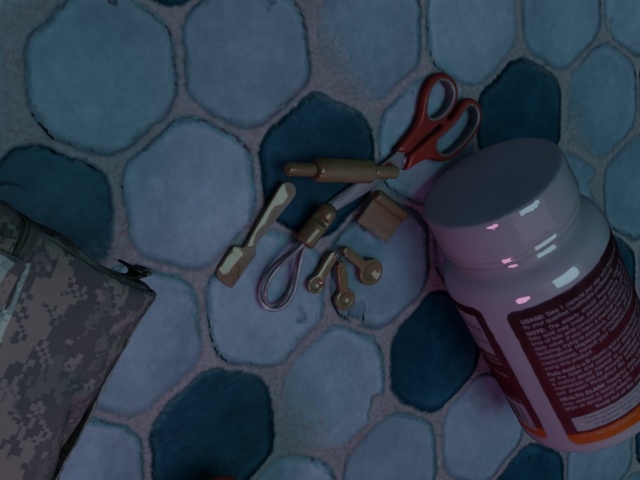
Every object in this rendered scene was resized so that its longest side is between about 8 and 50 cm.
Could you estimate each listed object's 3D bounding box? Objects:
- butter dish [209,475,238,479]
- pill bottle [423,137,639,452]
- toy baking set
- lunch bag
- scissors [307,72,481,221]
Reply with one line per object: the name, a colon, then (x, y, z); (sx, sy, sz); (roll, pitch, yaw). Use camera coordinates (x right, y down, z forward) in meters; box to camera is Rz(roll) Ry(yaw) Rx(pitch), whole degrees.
butter dish: (-0.113, 0.329, 1.046); (0.160, 0.160, 0.118); (13, 68, -36)
pill bottle: (0.300, 0.074, 1.221); (0.224, 0.224, 0.392); (-42, 120, -21)
toy baking set: (0.002, -0.007, 1.109); (0.256, 0.030, 0.197); (4, 102, -34)
lunch bag: (-0.312, 0.116, 0.810); (0.256, 0.212, 0.305); (30, 80, -29)
scissors: (0.104, -0.095, 1.179); (0.297, 0.021, 0.109); (-50, 121, -18)
